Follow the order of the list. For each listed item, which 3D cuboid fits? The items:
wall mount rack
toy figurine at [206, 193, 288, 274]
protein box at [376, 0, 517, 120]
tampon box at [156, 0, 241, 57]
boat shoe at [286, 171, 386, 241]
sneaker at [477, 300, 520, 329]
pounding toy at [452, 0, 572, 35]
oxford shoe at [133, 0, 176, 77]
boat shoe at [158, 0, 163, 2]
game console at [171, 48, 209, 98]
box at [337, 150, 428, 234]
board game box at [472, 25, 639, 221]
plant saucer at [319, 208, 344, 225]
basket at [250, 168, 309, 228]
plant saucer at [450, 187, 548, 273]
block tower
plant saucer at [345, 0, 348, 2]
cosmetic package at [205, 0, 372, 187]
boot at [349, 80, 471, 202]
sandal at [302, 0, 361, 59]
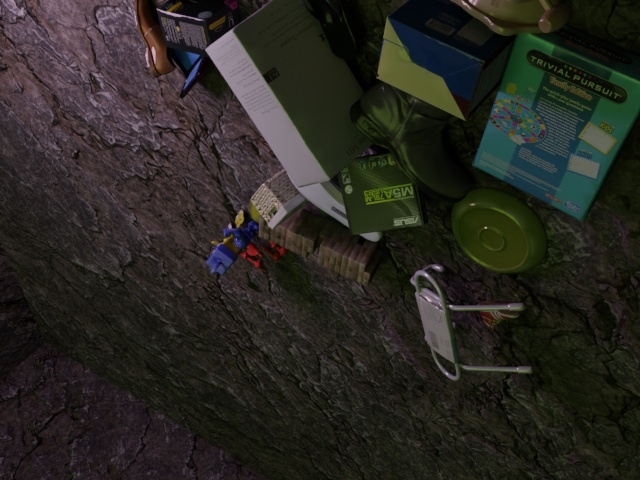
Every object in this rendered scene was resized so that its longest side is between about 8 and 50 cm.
[{"bbox_3d":[0.363,0.209,1.899,0.304,0.130,0.350,33,148,50],"label":"wall mount rack"},{"bbox_3d":[-0.229,0.032,2.259,0.191,0.217,0.362,46,144,-2],"label":"toy figurine"},{"bbox_3d":[0.247,-0.364,1.434,0.200,0.201,0.136,30,141,18],"label":"protein box"},{"bbox_3d":[-0.290,-0.525,1.853,0.161,0.120,0.101,21,138,28],"label":"tampon box"},{"bbox_3d":[0.053,-0.124,1.932,0.301,0.102,0.108,35,153,1],"label":"boat shoe"},{"bbox_3d":[0.451,0.191,1.915,0.118,0.042,0.067,9,128,48],"label":"sneaker"},{"bbox_3d":[0.348,-0.454,1.314,0.269,0.154,0.155,47,148,30],"label":"pounding toy"},{"bbox_3d":[-0.432,-0.542,2.018,0.076,0.076,0.212,-12,107,14],"label":"oxford shoe"},{"bbox_3d":[-0.300,-0.655,1.729,0.355,0.132,0.130,-12,117,47],"label":"boat shoe"},{"bbox_3d":[-0.354,-0.464,2.009,0.085,0.124,0.144,27,149,-22],"label":"game console"},{"bbox_3d":[0.144,-0.115,1.813,0.191,0.045,0.184,-7,98,25],"label":"box"},{"bbox_3d":[0.459,-0.229,1.469,0.254,0.079,0.336,30,141,18],"label":"board game box"},{"bbox_3d":[0.045,-0.093,2.039,0.119,0.021,0.119,25,142,22],"label":"plant saucer"},{"bbox_3d":[-0.087,-0.126,2.015,0.103,0.167,0.113,49,144,1],"label":"basket"},{"bbox_3d":[0.402,-0.011,1.771,0.241,0.037,0.241,26,140,23],"label":"plant saucer"},{"bbox_3d":[0.000,0.000,2.079,0.335,0.097,0.091,24,145,12],"label":"block tower"},{"bbox_3d":[0.014,-0.572,1.597,0.168,0.029,0.168,26,140,24],"label":"plant saucer"},{"bbox_3d":[-0.049,-0.334,1.719,0.385,0.217,0.156,54,153,-15],"label":"cosmetic package"},{"bbox_3d":[0.245,-0.241,1.634,0.338,0.118,0.223,37,130,-14],"label":"boot"},{"bbox_3d":[0.009,-0.495,1.607,0.097,0.054,0.254,-9,120,47],"label":"sandal"}]
